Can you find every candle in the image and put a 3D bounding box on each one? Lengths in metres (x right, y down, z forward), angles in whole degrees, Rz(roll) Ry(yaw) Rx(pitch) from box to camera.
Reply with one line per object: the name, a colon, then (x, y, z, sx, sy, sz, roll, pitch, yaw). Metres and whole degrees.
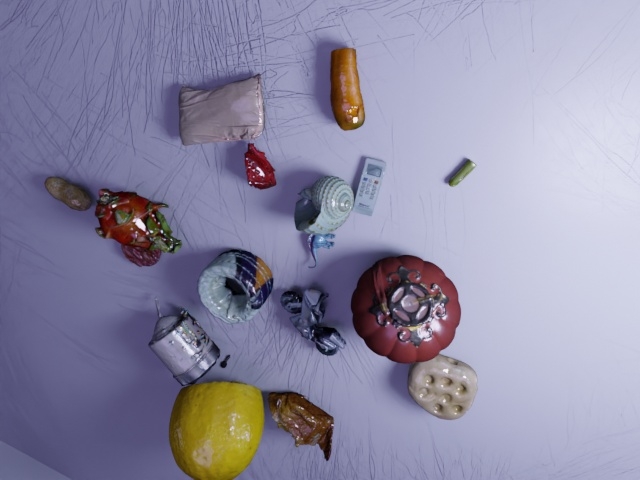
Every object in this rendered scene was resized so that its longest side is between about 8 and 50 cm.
candle: (-0.519, 0.356, 1.467, 0.188, 0.187, 0.330, -30, 102, 25)

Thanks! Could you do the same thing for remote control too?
remote control: (0.137, -0.149, 1.135, 0.061, 0.029, 0.162, 16, 113, 5)

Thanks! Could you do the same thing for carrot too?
carrot: (0.062, -0.378, 1.019, 0.087, 0.087, 0.193, -7, 111, 18)

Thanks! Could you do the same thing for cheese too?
cheese: (0.395, 0.459, 1.298, 0.218, 0.117, 0.234, -20, 107, 21)

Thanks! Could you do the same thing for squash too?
squash: (0.369, -0.173, 1.059, 0.028, 0.027, 0.083, 38, 120, -4)

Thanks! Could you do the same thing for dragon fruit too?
dragon fruit: (-0.170, -0.216, 1.170, 0.063, 0.097, 0.131, -6, 93, 15)
dragon fruit: (-0.571, -0.058, 1.279, 0.269, 0.198, 0.200, 27, 161, 5)

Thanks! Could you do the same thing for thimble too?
thimble: (-0.279, 0.155, 1.323, 0.238, 0.150, 0.237, 6, 117, 13)

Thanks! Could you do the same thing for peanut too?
peanut: (-0.859, -0.163, 1.376, 0.175, 0.080, 0.080, 30, 118, 3)

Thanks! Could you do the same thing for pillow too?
pillow: (-0.281, -0.360, 1.129, 0.271, 0.067, 0.173, -1, 109, 15)

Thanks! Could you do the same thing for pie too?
pie: (-0.633, 0.028, 1.425, 0.155, 0.036, 0.154, 5, 115, 12)

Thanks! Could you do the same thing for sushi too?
sushi: (-0.079, 0.680, 1.516, 0.297, 0.167, 0.179, 34, 99, -11)

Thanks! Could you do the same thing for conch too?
conch: (0.016, -0.094, 1.134, 0.131, 0.200, 0.172, 13, 91, -23)

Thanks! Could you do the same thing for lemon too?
lemon: (-0.372, 0.690, 1.453, 0.365, 0.364, 0.363, 6, 116, 13)

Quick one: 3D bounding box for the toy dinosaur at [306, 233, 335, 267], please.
toy dinosaur: (0.000, 0.000, 1.234, 0.081, 0.045, 0.197, 18, 110, 15)

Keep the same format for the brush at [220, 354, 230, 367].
brush: (-0.369, 0.472, 1.574, 0.024, 0.008, 0.083, 35, 119, 1)

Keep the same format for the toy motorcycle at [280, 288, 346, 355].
toy motorcycle: (-0.011, 0.258, 1.325, 0.159, 0.106, 0.270, -36, 97, 32)

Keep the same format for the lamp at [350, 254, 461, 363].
lamp: (0.236, 0.189, 1.131, 0.304, 0.257, 0.302, -1, 77, 5)
